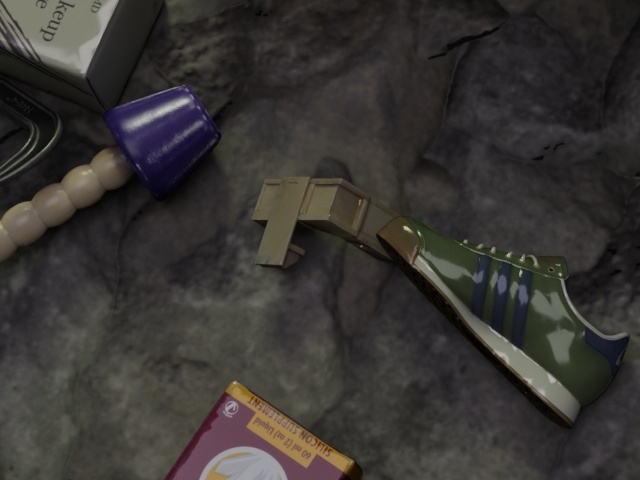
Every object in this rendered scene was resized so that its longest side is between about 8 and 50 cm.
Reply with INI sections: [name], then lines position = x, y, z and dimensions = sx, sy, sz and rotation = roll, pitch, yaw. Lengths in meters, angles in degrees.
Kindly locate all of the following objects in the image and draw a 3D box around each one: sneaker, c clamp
[sneaker]
position = 0.134, 0.037, 1.365
dimensions = 0.086, 0.064, 0.192
rotation = -44, 81, -7
[c clamp]
position = -0.264, -0.067, 1.421
dimensions = 0.137, 0.022, 0.160
rotation = -42, 42, -22

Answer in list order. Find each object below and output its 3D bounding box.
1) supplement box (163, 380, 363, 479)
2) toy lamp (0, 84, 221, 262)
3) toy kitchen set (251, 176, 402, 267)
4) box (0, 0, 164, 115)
[supplement box]
position = -0.066, 0.205, 1.334
dimensions = 0.104, 0.081, 0.188
rotation = 33, 82, 12
[toy lamp]
position = -0.198, -0.020, 1.407
dimensions = 0.274, 0.080, 0.080
rotation = -34, 75, 0
[toy kitchen set]
position = 0.000, 0.000, 1.404
dimensions = 0.083, 0.075, 0.068
rotation = 2, 69, 48
[box]
position = -0.264, -0.198, 1.447
dimensions = 0.275, 0.094, 0.113
rotation = 20, 78, 11
